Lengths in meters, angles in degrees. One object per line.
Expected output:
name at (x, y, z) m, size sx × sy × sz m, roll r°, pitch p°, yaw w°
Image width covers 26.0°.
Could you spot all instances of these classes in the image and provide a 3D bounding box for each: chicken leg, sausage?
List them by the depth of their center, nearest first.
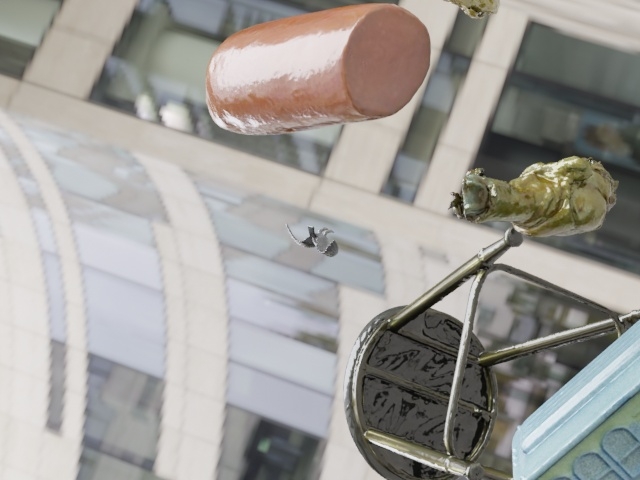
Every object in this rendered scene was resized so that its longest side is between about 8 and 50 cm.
sausage at (-0.018, -0.153, 1.281) m, size 0.113 × 0.259 × 0.114 m, roll 1°, pitch -91°, yaw -38°
chicken leg at (0.227, -0.046, 1.419) m, size 0.227 × 0.103 × 0.088 m, roll 3°, pitch -88°, yaw -46°

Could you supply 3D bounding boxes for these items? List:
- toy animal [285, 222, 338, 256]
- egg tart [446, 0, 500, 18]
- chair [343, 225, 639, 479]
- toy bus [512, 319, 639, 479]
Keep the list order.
toy animal at (0.000, -0.001, 1.512) m, size 0.050 × 0.084 × 0.028 m, roll 14°, pitch -85°, yaw -41°
egg tart at (0.098, -0.361, 1.599) m, size 0.115 × 0.290 × 0.290 m, roll -63°, pitch -11°, yaw 10°
chair at (0.268, 0.229, 2.133) m, size 0.410 × 0.364 × 0.362 m, roll -14°, pitch 60°, yaw 57°
toy bus at (0.356, 0.173, 1.365) m, size 0.312 × 0.190 × 0.152 m, roll -44°, pitch 4°, yaw 14°
